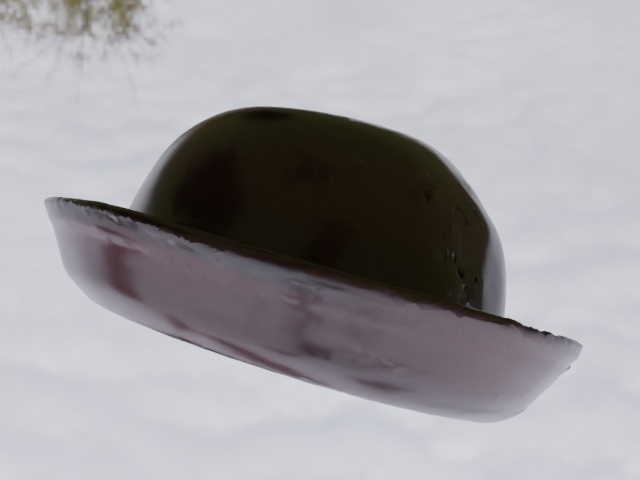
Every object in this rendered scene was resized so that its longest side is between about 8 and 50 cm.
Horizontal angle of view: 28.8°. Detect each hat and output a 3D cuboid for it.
[{"bbox_3d":[0.000,0.000,0.456,0.205,0.089,0.205,16,179,0],"label":"hat"}]
